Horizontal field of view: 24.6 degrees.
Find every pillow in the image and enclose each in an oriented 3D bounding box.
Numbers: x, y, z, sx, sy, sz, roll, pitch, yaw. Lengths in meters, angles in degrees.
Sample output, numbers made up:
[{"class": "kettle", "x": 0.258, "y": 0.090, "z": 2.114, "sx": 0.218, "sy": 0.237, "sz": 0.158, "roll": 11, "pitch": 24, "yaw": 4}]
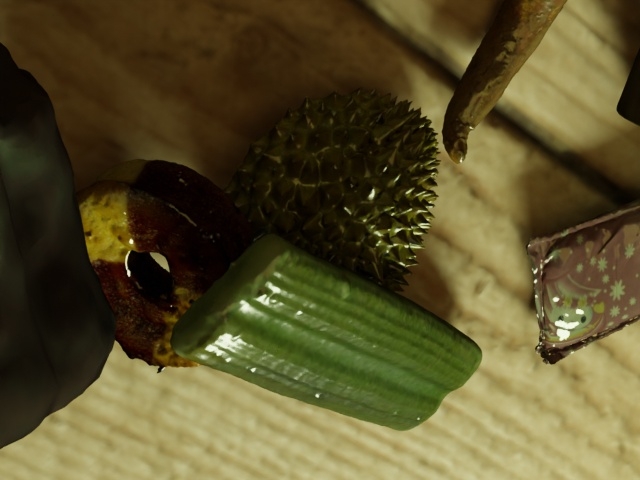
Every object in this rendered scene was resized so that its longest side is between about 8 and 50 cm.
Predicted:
[{"class": "pillow", "x": 0.235, "y": 0.013, "z": 1.089, "sx": 0.185, "sy": 0.043, "sz": 0.118, "roll": -19, "pitch": 123, "yaw": -12}]

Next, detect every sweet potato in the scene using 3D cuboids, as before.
[{"class": "sweet potato", "x": 0.135, "y": -0.150, "z": 0.975, "sx": 0.050, "sy": 0.050, "sz": 0.214, "roll": 24, "pitch": 101, "yaw": -29}]

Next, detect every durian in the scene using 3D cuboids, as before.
[{"class": "durian", "x": 0.000, "y": 0.000, "z": 0.953, "sx": 0.146, "sy": 0.102, "sz": 0.208, "roll": 22, "pitch": 105, "yaw": -34}]

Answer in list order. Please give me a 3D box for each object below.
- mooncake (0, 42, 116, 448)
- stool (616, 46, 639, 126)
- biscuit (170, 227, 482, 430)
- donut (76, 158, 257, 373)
[{"class": "mooncake", "x": -0.293, "y": 0.023, "z": 0.714, "sx": 0.381, "sy": 0.350, "sz": 0.212, "roll": -18, "pitch": 108, "yaw": -26}, {"class": "stool", "x": 0.325, "y": -0.175, "z": 0.971, "sx": 0.179, "sy": 0.179, "sz": 0.264, "roll": 12, "pitch": 106, "yaw": -26}, {"class": "biscuit", "x": 0.018, "y": 0.071, "z": 0.939, "sx": 0.099, "sy": 0.038, "sz": 0.322, "roll": -43, "pitch": 150, "yaw": 10}, {"class": "donut", "x": -0.099, "y": 0.011, "z": 0.907, "sx": 0.059, "sy": 0.140, "sz": 0.140, "roll": -56, "pitch": 133, "yaw": -46}]
